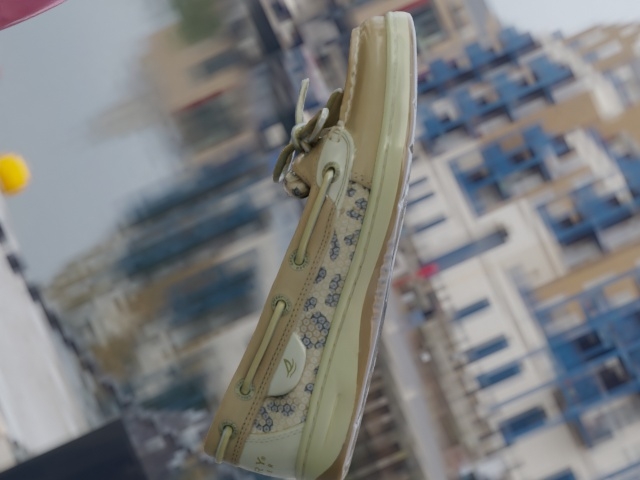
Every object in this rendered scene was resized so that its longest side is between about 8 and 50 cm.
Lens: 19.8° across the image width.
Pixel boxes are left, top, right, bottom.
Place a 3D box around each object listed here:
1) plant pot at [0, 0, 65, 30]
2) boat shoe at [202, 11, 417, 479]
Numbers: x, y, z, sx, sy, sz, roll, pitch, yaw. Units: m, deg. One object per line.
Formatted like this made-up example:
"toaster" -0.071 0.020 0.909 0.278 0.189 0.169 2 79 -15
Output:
"plant pot" -0.252 -0.238 1.196 0.201 0.201 0.180 -107 177 -67
"boat shoe" 0.000 0.000 1.072 0.104 0.089 0.285 64 37 -82
